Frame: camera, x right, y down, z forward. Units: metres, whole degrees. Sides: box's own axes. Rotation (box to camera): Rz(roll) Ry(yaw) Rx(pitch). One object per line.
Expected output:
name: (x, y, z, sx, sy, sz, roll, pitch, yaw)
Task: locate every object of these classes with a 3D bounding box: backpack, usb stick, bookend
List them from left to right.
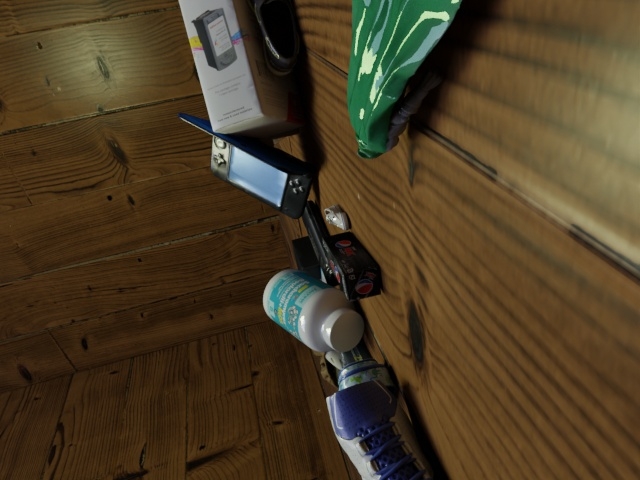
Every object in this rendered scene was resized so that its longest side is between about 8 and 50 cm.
bookend: (-0.034, 0.093, 1.436, 0.157, 0.073, 0.156, -115, 12, -51)
usb stick: (0.000, 0.000, 1.122, 0.277, 0.045, 0.077, -111, 17, -45)
backpack: (0.081, 0.270, 0.799, 0.114, 0.105, 0.084, 93, 161, -50)

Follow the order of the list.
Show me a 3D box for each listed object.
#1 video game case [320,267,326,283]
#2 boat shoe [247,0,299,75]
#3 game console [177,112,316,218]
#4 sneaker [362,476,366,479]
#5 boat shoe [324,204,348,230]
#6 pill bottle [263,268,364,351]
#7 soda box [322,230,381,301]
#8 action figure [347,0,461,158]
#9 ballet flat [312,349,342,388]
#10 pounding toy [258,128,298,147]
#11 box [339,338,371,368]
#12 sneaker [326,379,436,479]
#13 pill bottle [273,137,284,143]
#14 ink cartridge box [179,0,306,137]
video game case: (0.030, 0.155, 1.302, 0.119, 0.015, 0.166, 85, 169, -51)
boat shoe: (-0.088, -0.441, 0.826, 0.069, 0.081, 0.227, -179, 73, -71)
game console: (-0.179, -0.167, 1.035, 0.173, 0.293, 0.250, -50, -15, -44)
sneaker: (0.118, 0.501, 1.046, 0.217, 0.079, 0.121, 120, 134, -81)
boat shoe: (0.029, -0.044, 0.850, 0.100, 0.035, 0.035, -117, 15, -61)
pill bottle: (-0.016, 0.165, 1.008, 0.264, 0.146, 0.146, 19, 126, 54)
soda box: (0.051, 0.040, 0.755, 0.169, 0.060, 0.053, -119, 18, -65)
action figure: (0.056, -0.147, 0.348, 0.232, 0.064, 0.137, 98, 155, -61)
ballet flat: (0.048, 0.328, 1.205, 0.124, 0.116, 0.342, 44, 154, 37)
pounding toy: (-0.156, -0.316, 1.149, 0.206, 0.181, 0.094, -117, 15, -59)
box: (0.101, 0.360, 0.987, 0.183, 0.059, 0.232, -118, 17, -63)
sneaker: (0.126, 0.353, 0.616, 0.182, 0.128, 0.315, 106, 142, -69)
pill bottle: (-0.189, -0.434, 1.288, 0.152, 0.153, 0.271, -113, 11, -48)
ink cartridge box: (-0.159, -0.387, 0.927, 0.226, 0.131, 0.305, -22, -82, -67)
